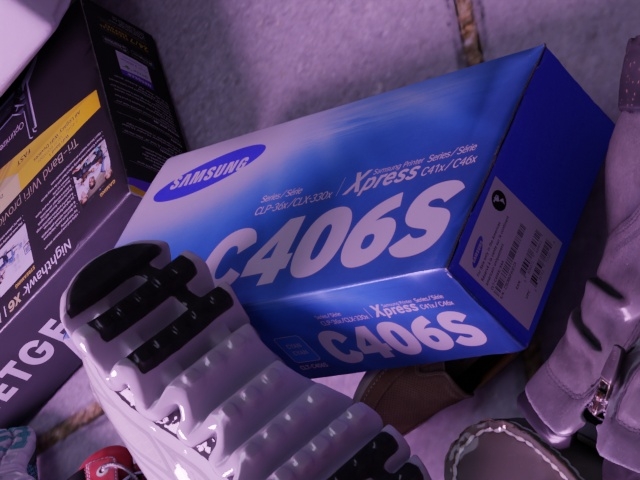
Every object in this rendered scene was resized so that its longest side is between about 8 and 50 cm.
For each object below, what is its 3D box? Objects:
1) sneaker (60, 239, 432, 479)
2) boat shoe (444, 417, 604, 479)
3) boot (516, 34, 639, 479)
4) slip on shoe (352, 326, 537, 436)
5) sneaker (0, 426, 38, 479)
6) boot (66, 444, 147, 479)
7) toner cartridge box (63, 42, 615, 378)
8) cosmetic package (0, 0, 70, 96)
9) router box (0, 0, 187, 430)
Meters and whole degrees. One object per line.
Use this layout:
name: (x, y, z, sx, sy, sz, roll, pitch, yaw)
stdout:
sneaker: (-0.033, 0.129, 0.945, 0.292, 0.110, 0.118, 46, 148, 23)
boat shoe: (0.130, 0.185, 0.801, 0.109, 0.091, 0.305, -49, 40, 17)
boot: (0.225, 0.026, 0.758, 0.338, 0.118, 0.222, 11, 84, 69)
slip on shoe: (0.071, 0.075, 0.969, 0.135, 0.051, 0.041, -41, 36, 15)
sneaker: (-0.229, 0.192, 1.234, 0.166, 0.065, 0.076, -120, 20, -68)
boot: (-0.103, 0.188, 1.076, 0.244, 0.088, 0.176, -34, 45, 37)
toner cartridge box: (0.000, 0.000, 1.030, 0.348, 0.075, 0.165, -13, 40, 46)
cosmetic package: (-0.438, -0.243, 1.390, 0.329, 0.394, 0.327, -44, 20, 23)
router box: (-0.233, -0.004, 1.336, 0.309, 0.081, 0.243, -44, 41, 23)
